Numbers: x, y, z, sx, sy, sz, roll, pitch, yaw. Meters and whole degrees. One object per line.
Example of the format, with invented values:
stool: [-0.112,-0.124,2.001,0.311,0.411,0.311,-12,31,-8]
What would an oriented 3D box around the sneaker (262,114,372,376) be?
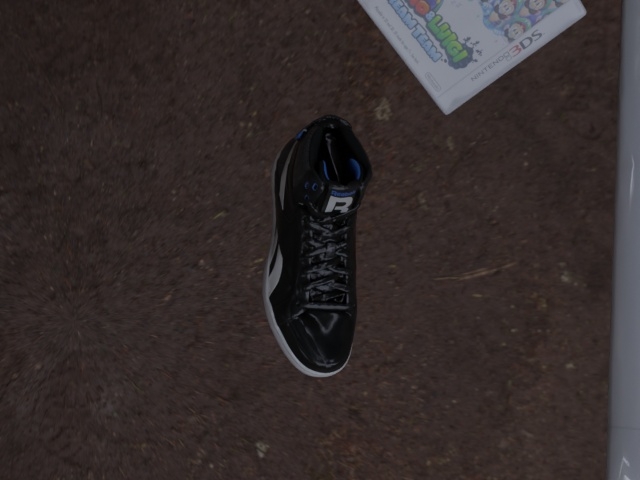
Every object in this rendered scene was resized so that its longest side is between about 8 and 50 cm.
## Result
sneaker: [0.000,0.000,0.756,0.079,0.121,0.217,-1,75,-18]

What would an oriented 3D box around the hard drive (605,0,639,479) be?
hard drive: [0.270,-0.041,0.451,0.233,0.047,0.353,1,77,22]

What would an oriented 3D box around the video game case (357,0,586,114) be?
video game case: [0.116,-0.198,0.726,0.143,0.019,0.157,-35,121,14]
